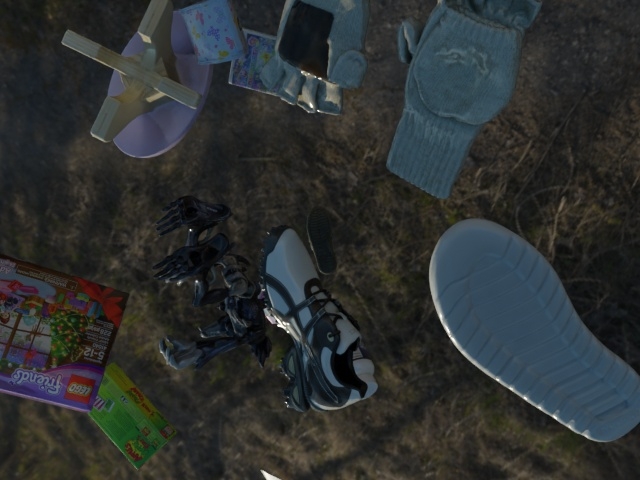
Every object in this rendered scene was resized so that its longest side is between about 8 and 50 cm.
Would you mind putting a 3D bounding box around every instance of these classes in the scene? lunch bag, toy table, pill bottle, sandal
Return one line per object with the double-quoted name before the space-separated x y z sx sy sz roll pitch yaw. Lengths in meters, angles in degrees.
"lunch bag" -0.116 -0.242 0.762 0.083 0.053 0.071 17 132 56
"toy table" -0.300 -0.279 1.150 0.252 0.161 0.274 16 95 7
"pill bottle" 0.050 0.202 1.107 0.067 0.067 0.120 97 155 -44
"sandal" 0.299 0.137 0.959 0.169 0.102 0.416 -41 103 7

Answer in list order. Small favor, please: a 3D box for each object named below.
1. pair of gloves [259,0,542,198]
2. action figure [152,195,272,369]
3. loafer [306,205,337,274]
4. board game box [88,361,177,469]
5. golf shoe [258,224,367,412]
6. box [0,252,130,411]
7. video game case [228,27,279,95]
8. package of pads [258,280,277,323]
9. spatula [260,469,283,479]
"pair of gloves" 0.059 -0.171 0.590 0.240 0.042 0.204 39 128 18
"action figure" -0.141 0.069 0.837 0.276 0.141 0.164 78 175 -54
"loafer" 0.000 0.000 1.427 0.050 0.056 0.148 167 96 -83
"board game box" -0.367 0.330 1.255 0.181 0.043 0.092 47 106 4
"golf shoe" -0.001 0.076 0.679 0.094 0.077 0.198 -10 96 32
"box" -0.475 0.137 1.047 0.293 0.201 0.057 20 156 -19
"video game case" -0.074 -0.266 1.008 0.122 0.011 0.087 15 121 1
"package of pads" -0.102 0.125 1.350 0.032 0.050 0.083 -12 131 31
"spatula" 0.041 0.288 0.623 0.168 0.019 0.242 17 152 28
